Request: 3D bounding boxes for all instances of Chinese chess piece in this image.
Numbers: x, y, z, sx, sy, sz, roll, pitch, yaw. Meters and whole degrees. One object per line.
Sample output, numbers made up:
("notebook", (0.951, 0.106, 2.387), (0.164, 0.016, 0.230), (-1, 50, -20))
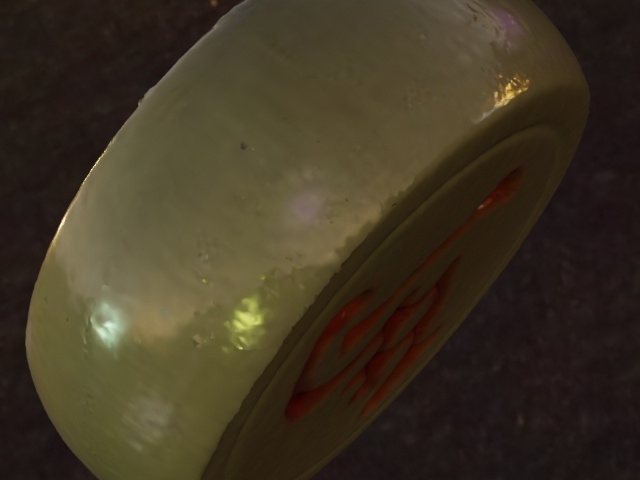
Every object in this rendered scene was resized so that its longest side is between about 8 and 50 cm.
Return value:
("Chinese chess piece", (0.000, 0.000, 0.602), (0.102, 0.273, 0.273), (40, 57, 16))
